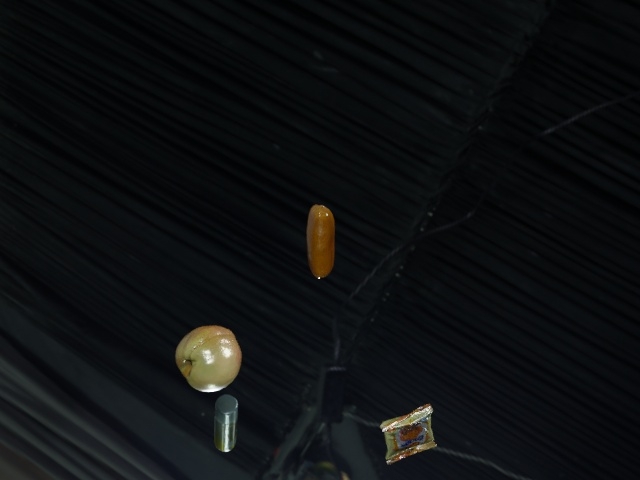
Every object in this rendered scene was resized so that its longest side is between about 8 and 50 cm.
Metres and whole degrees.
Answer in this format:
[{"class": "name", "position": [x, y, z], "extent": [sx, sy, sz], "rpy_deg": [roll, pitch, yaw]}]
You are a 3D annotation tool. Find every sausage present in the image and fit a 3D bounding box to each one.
[{"class": "sausage", "position": [0.000, 0.000, 2.126], "extent": [0.098, 0.098, 0.238], "rpy_deg": [-44, 138, -54]}]

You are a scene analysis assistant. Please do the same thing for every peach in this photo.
[{"class": "peach", "position": [-0.301, 0.319, 1.901], "extent": [0.184, 0.184, 0.184], "rpy_deg": [-56, 170, -16]}]

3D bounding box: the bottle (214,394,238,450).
[{"class": "bottle", "position": [-0.337, 0.652, 2.477], "extent": [0.082, 0.082, 0.286], "rpy_deg": [-50, 161, -39]}]

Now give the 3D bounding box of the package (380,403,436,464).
[{"class": "package", "position": [0.172, 0.379, 1.357], "extent": [0.108, 0.031, 0.121], "rpy_deg": [-18, 126, -8]}]
